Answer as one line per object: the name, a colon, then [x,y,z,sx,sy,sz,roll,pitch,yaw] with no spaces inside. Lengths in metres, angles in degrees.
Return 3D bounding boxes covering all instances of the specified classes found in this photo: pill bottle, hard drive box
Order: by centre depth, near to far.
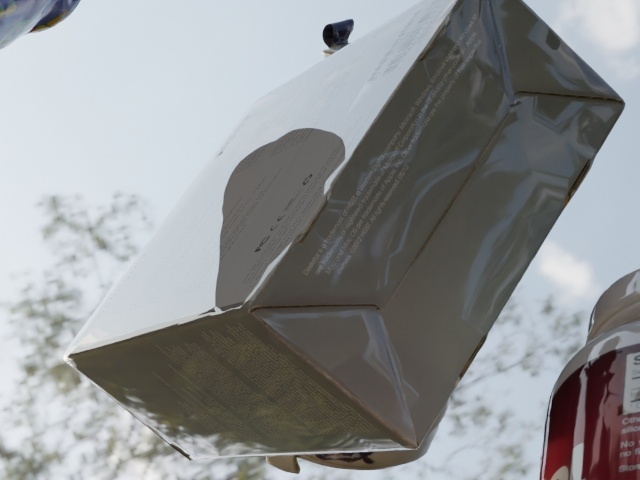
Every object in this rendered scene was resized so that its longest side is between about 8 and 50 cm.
pill bottle: [0.106,0.079,0.429,0.086,0.152,0.086,8,-50,9]
hard drive box: [0.000,0.000,0.660,0.089,0.181,0.232,41,-23,-15]

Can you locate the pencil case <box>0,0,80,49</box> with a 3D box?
pencil case: [-0.267,-0.162,0.987,0.119,0.306,0.133,46,-62,-5]

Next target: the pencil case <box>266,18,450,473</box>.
pencil case: [0.050,0.014,1.324,0.160,0.184,0.410,35,-59,55]
